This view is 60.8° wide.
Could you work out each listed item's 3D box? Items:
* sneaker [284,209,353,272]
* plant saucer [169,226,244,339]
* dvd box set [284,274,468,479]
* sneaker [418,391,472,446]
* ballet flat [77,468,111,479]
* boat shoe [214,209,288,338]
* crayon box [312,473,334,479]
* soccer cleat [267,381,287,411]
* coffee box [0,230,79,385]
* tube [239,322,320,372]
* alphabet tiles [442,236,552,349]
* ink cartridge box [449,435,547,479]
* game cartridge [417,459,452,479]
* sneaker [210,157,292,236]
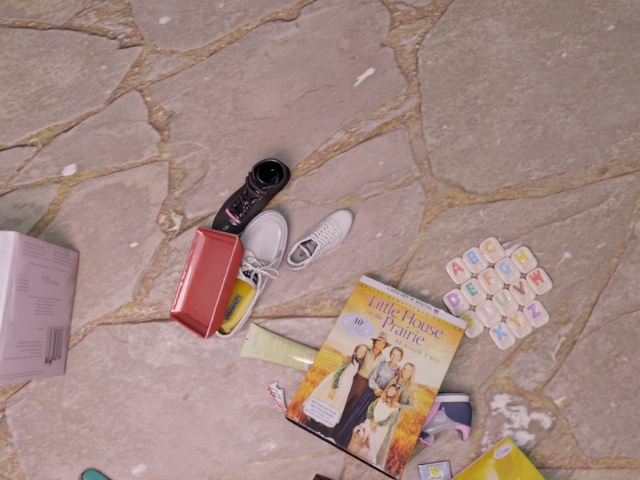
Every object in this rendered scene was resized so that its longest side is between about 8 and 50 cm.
[{"bbox_3d":[0.000,0.000,1.479,0.235,0.095,0.090,-43,81,-9],"label":"sneaker"},{"bbox_3d":[-0.287,0.103,1.397,0.048,0.258,0.259,19,85,-35],"label":"plant saucer"},{"bbox_3d":[0.145,0.322,1.351,0.307,0.062,0.420,25,64,17],"label":"dvd box set"},{"bbox_3d":[0.230,0.458,1.383,0.319,0.112,0.131,-4,76,0],"label":"sneaker"},{"bbox_3d":[-0.518,0.653,1.371,0.213,0.072,0.068,29,108,6],"label":"ballet flat"},{"bbox_3d":[-0.184,0.086,1.409,0.136,0.156,0.367,31,83,-14],"label":"boat shoe"},{"bbox_3d":[0.121,0.674,1.296,0.318,0.202,0.081,22,80,3],"label":"crayon box"},{"bbox_3d":[-0.106,0.410,1.432,0.035,0.029,0.083,-35,77,-2],"label":"soccer cleat"},{"bbox_3d":[-0.834,0.162,1.316,0.334,0.337,0.338,2,79,0],"label":"coffee box"},{"bbox_3d":[-0.088,0.297,1.444,0.240,0.070,0.062,16,123,7],"label":"tube"},{"bbox_3d":[0.485,0.141,1.493,0.284,0.021,0.278,-31,81,-6],"label":"alphabet tiles"},{"bbox_3d":[0.434,0.681,1.289,0.303,0.072,0.307,-34,45,-8],"label":"ink cartridge box"},{"bbox_3d":[0.295,0.601,1.405,0.083,0.017,0.056,-8,83,-2],"label":"game cartridge"},{"bbox_3d":[-0.197,-0.117,1.473,0.104,0.147,0.296,45,83,6],"label":"sneaker"}]
